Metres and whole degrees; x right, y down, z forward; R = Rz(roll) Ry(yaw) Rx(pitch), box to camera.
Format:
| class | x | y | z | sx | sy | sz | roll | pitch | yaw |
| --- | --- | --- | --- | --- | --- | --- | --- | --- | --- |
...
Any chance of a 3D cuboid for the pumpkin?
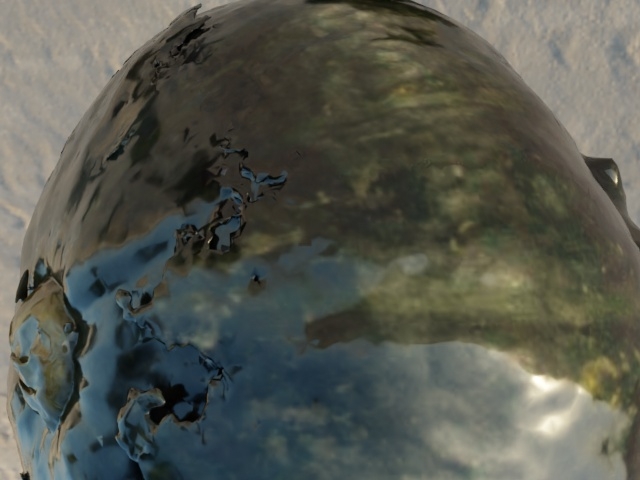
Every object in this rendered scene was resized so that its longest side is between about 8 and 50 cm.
| class | x | y | z | sx | sy | sz | roll | pitch | yaw |
| --- | --- | --- | --- | --- | --- | --- | --- | --- | --- |
| pumpkin | -0.013 | 0.069 | 0.627 | 0.344 | 0.454 | 0.454 | 15 | 158 | -31 |
